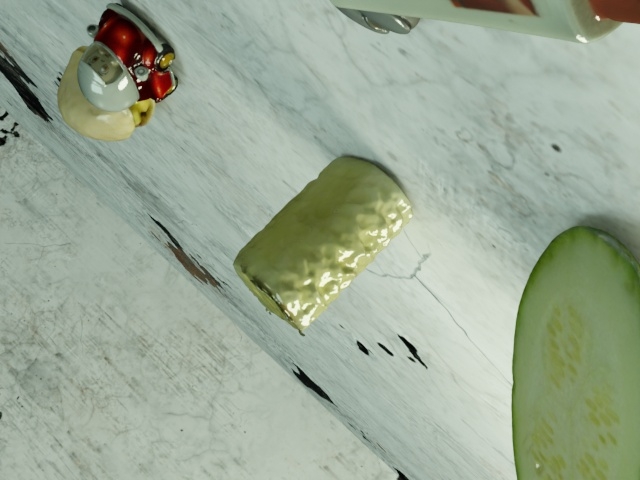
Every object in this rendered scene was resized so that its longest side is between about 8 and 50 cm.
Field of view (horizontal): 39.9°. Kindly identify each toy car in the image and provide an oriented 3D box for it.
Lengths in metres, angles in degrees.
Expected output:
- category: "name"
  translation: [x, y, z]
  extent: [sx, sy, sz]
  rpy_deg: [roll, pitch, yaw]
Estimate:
- category: "toy car"
  translation: [-0.248, -0.210, 1.101]
  extent: [0.112, 0.112, 0.139]
  rpy_deg: [40, 164, 18]

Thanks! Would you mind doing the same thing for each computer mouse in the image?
- category: "computer mouse"
  translation: [0.026, -0.172, 0.586]
  extent: [0.096, 0.039, 0.066]
  rpy_deg: [54, 164, -30]

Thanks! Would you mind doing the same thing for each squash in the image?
- category: "squash"
  translation: [0.194, 0.135, 0.665]
  extent: [0.260, 0.189, 0.189]
  rpy_deg: [50, 166, -34]

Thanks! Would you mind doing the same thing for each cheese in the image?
- category: "cheese"
  translation: [0.000, 0.000, 0.873]
  extent: [0.094, 0.167, 0.123]
  rpy_deg: [49, 168, -20]

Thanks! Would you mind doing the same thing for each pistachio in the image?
- category: "pistachio"
  translation: [-0.322, -0.212, 1.293]
  extent: [0.200, 0.117, 0.145]
  rpy_deg: [18, 144, 59]

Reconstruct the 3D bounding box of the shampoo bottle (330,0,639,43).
- category: "shampoo bottle"
  translation: [0.094, -0.143, 0.408]
  extent: [0.284, 0.071, 0.153]
  rpy_deg: [34, 159, 38]
